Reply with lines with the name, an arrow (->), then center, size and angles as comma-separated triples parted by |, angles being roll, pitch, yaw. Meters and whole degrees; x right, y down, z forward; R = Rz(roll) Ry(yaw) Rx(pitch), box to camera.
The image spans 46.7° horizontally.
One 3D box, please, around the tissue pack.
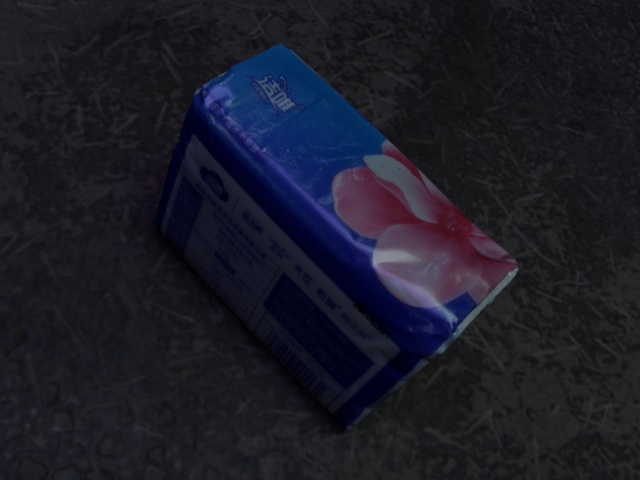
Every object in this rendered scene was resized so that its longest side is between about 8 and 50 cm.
tissue pack -> 0.000, 0.000, 0.627 | 0.270, 0.209, 0.137 | 44, 50, 10
